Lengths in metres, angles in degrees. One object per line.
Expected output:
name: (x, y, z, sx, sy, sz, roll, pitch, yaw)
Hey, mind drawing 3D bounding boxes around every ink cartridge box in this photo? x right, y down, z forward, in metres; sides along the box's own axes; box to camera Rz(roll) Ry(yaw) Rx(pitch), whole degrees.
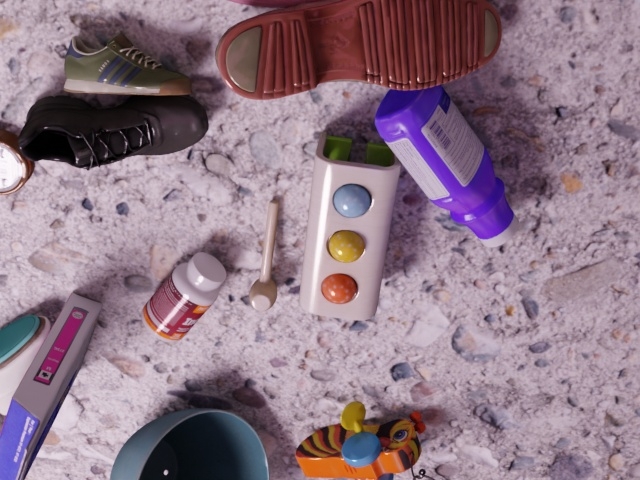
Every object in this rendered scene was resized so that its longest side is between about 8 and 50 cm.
ink cartridge box: (-0.449, 0.257, 1.577, 0.069, 0.371, 0.176, 21, 121, -8)

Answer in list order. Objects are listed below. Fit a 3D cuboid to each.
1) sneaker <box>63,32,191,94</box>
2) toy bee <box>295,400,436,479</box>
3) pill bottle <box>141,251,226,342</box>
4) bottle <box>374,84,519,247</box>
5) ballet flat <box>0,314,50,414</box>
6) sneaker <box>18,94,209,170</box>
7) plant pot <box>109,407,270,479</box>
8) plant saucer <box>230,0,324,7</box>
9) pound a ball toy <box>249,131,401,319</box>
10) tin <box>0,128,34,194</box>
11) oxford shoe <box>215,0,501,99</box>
sneaker: (-0.280, -0.254, 1.409, 0.192, 0.064, 0.086, 4, 102, 10)
toy bee: (0.114, 0.378, 1.751, 0.298, 0.162, 0.195, 20, 134, 22)
pill bottle: (-0.223, 0.092, 1.619, 0.086, 0.086, 0.152, 34, 120, -15)
bottle: (0.193, -0.108, 1.434, 0.092, 0.118, 0.283, -14, 127, 42)
ballet flat: (-0.611, 0.275, 1.713, 0.400, 0.139, 0.139, -33, 115, 3)
sneaker: (-0.307, -0.152, 1.448, 0.286, 0.130, 0.109, -6, 119, 7)
plant pot: (-0.263, 0.435, 1.758, 0.195, 0.290, 0.290, 1, 131, 47)
plant saucer: (-0.033, -0.413, 1.206, 0.332, 0.084, 0.332, -5, 159, -2)
pound a ball toy: (0.000, 0.000, 1.512, 0.208, 0.136, 0.319, 8, 122, 0)
tin: (-0.548, -0.128, 1.541, 0.190, 0.040, 0.106, 7, 118, 1)
oxford shoe: (0.048, -0.281, 1.343, 0.397, 0.146, 0.140, -5, 109, -12)
